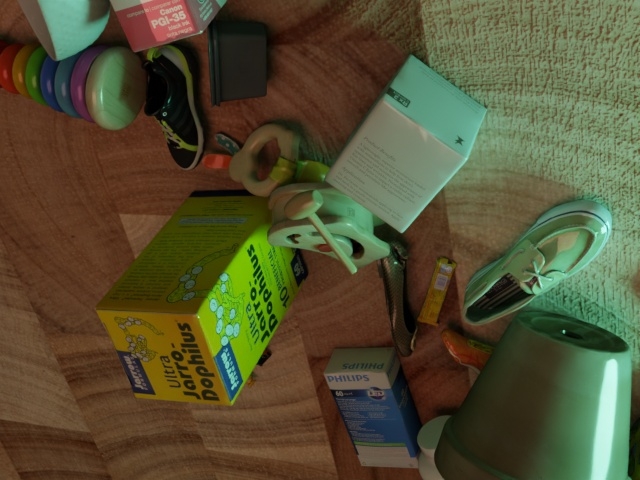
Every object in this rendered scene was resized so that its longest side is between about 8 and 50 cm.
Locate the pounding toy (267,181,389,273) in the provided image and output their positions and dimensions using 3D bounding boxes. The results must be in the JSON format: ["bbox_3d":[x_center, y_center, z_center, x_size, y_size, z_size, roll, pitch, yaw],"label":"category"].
[{"bbox_3d":[0.000,0.000,1.439,0.154,0.155,0.269,-14,153,31],"label":"pounding toy"}]

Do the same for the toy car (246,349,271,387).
[{"bbox_3d":[-0.149,0.260,1.849,0.040,0.060,0.122,52,129,24],"label":"toy car"}]

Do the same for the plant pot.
[{"bbox_3d":[0.374,0.277,1.468,0.323,0.323,0.280,15,103,13],"label":"plant pot"}]

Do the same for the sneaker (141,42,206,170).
[{"bbox_3d":[-0.260,-0.218,1.496,0.084,0.097,0.235,22,130,34],"label":"sneaker"}]

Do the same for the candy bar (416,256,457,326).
[{"bbox_3d":[0.207,0.094,1.587,0.040,0.018,0.161,17,130,7],"label":"candy bar"}]

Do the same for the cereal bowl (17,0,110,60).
[{"bbox_3d":[-0.401,-0.443,1.308,0.339,0.141,0.339,56,164,25],"label":"cereal bowl"}]

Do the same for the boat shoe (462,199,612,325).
[{"bbox_3d":[0.346,0.049,1.439,0.109,0.094,0.302,39,131,-7],"label":"boat shoe"}]

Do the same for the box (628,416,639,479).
[{"bbox_3d":[0.672,0.426,1.526,0.289,0.177,0.279,23,130,7],"label":"box"}]

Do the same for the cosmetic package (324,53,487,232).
[{"bbox_3d":[0.129,-0.146,1.351,0.151,0.151,0.184,35,132,-5],"label":"cosmetic package"}]

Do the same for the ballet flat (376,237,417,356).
[{"bbox_3d":[0.146,0.103,1.588,0.058,0.084,0.250,-8,118,11],"label":"ballet flat"}]

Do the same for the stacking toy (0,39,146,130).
[{"bbox_3d":[-0.470,-0.286,1.543,0.330,0.141,0.141,14,130,23],"label":"stacking toy"}]

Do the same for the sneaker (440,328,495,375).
[{"bbox_3d":[0.292,0.207,1.617,0.175,0.064,0.067,36,116,-13],"label":"sneaker"}]

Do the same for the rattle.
[{"bbox_3d":[-0.086,-0.131,1.541,0.199,0.142,0.130,-5,91,45],"label":"rattle"}]

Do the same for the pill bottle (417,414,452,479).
[{"bbox_3d":[0.284,0.469,1.751,0.146,0.146,0.264,-15,118,32],"label":"pill bottle"}]

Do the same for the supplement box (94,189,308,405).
[{"bbox_3d":[-0.187,0.085,1.532,0.195,0.356,0.194,0,125,24],"label":"supplement box"}]

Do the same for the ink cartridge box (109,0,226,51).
[{"bbox_3d":[-0.242,-0.441,1.250,0.117,0.207,0.283,-11,121,18],"label":"ink cartridge box"}]

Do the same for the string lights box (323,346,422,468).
[{"bbox_3d":[0.113,0.335,1.771,0.133,0.077,0.260,-4,123,26],"label":"string lights box"}]

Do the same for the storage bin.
[{"bbox_3d":[-0.132,-0.286,1.412,0.091,0.098,0.135,-3,128,-8],"label":"storage bin"}]
